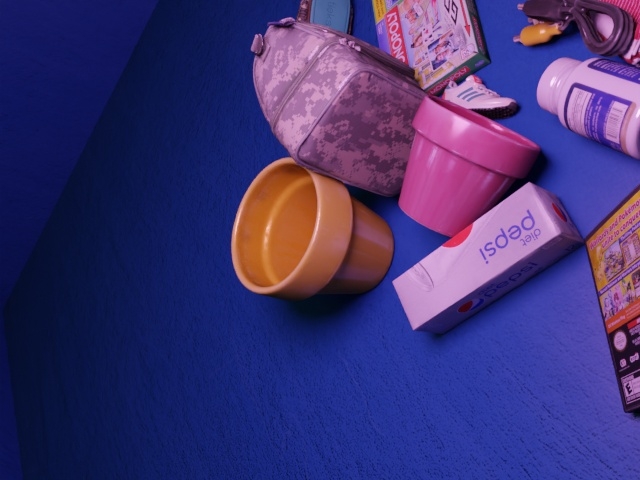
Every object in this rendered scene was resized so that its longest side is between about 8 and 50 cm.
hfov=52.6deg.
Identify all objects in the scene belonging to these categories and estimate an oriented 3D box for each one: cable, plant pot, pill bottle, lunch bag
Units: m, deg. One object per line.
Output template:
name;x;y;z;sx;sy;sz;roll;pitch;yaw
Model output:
cable;0.396;-0.353;0.986;0.139;0.072;0.287;-66;27;16
plant pot;0.000;0.000;1.214;0.254;0.239;0.254;-21;60;42
pill bottle;0.407;-0.197;0.921;0.112;0.112;0.186;-61;40;13
plant pot;0.221;-0.111;1.044;0.201;0.201;0.180;48;121;47
lunch bag;0.042;-0.250;1.148;0.213;0.305;0.256;-55;47;22

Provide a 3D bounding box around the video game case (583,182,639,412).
video game case;0.406;0.053;0.759;0.275;0.035;0.248;98;170;-65

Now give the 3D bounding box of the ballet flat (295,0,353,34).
ballet flat;-0.017;-0.356;1.468;0.182;0.164;0.483;137;143;-60

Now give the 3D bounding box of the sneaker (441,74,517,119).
sneaker;0.276;-0.256;1.138;0.161;0.057;0.075;12;89;53

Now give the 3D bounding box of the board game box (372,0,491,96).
board game box;0.210;-0.427;1.293;0.213;0.046;0.317;-29;55;38

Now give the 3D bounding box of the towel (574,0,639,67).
towel;0.448;-0.435;0.883;0.237;0.037;0.329;-100;19;-52

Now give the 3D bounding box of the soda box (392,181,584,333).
soda box;0.254;0.036;1.015;0.286;0.091;0.098;-40;56;32
